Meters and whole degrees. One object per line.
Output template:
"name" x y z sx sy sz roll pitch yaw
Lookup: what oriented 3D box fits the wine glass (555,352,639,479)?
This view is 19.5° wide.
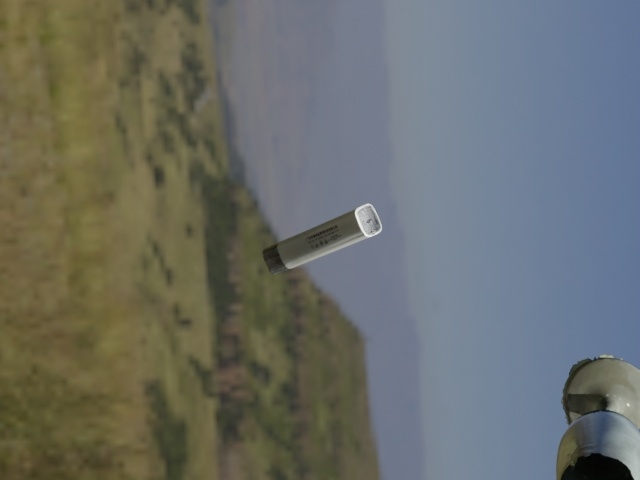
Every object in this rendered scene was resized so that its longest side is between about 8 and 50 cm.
"wine glass" 0.196 0.142 1.300 0.262 0.074 0.074 -41 128 -77

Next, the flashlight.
"flashlight" 0.000 0.000 1.086 0.018 0.083 0.018 -22 90 -46
